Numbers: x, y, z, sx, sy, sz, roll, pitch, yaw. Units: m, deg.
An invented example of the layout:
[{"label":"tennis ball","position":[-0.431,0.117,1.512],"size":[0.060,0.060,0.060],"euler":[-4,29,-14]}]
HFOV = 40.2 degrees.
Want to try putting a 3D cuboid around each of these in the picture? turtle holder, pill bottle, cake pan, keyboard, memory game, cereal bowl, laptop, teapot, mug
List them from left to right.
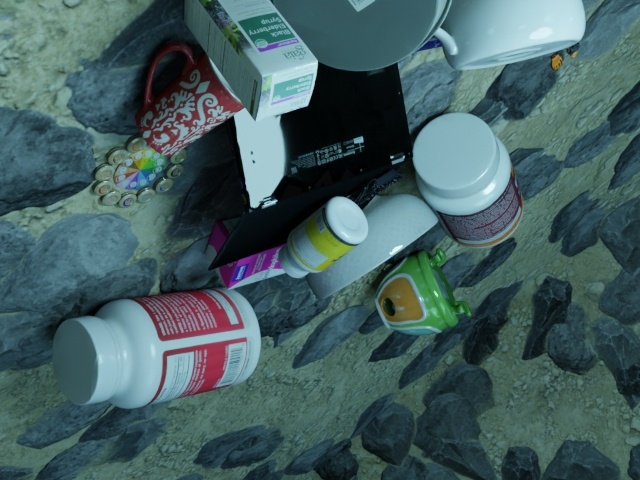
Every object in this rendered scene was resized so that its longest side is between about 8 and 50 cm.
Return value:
[{"label":"memory game","position":[-0.319,-0.124,1.558],"size":[0.186,0.012,0.186],"euler":[-28,153,-16]},{"label":"pill bottle","position":[-0.344,0.229,1.863],"size":[0.408,0.229,0.229],"euler":[-4,139,-47]},{"label":"mug","position":[-0.218,-0.233,1.413],"size":[0.169,0.150,0.113],"euler":[-34,-176,20]},{"label":"laptop","position":[-0.045,-0.172,1.682],"size":[0.382,0.236,0.407],"euler":[-21,109,-31]},{"label":"pill bottle","position":[0.000,0.000,1.707],"size":[0.103,0.103,0.184],"euler":[-6,156,-46]},{"label":"cake pan","position":[0.055,-0.382,1.329],"size":[0.293,0.054,0.293],"euler":[5,131,6]},{"label":"keyboard","position":[0.081,-0.074,1.740],"size":[0.192,0.038,0.100],"euler":[-34,166,18]},{"label":"cereal bowl","position":[0.098,-0.009,2.040],"size":[0.339,0.141,0.339],"euler":[-32,179,0]},{"label":"turtle holder","position":[0.283,0.151,2.531],"size":[0.227,0.243,0.320],"euler":[-26,-164,12]},{"label":"pill bottle","position":[0.355,-0.140,2.099],"size":[0.224,0.224,0.392],"euler":[-38,154,4]},{"label":"teapot","position":[0.304,-0.396,1.450],"size":[0.253,0.187,0.256],"euler":[-11,-176,25]}]

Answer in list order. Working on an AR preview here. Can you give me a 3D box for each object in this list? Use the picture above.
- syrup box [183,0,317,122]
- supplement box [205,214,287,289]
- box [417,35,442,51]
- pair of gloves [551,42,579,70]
[{"label":"syrup box","position":[-0.107,-0.293,1.280],"size":[0.093,0.237,0.096],"euler":[-22,150,-25]},{"label":"supplement box","position":[-0.123,0.008,1.898],"size":[0.220,0.114,0.111],"euler":[-15,147,-33]},{"label":"box","position":[0.208,-0.466,1.531],"size":[0.184,0.103,0.261],"euler":[-21,150,-33]},{"label":"pair of gloves","position":[0.594,-0.448,2.117],"size":[0.083,0.010,0.074],"euler":[-39,153,4]}]
